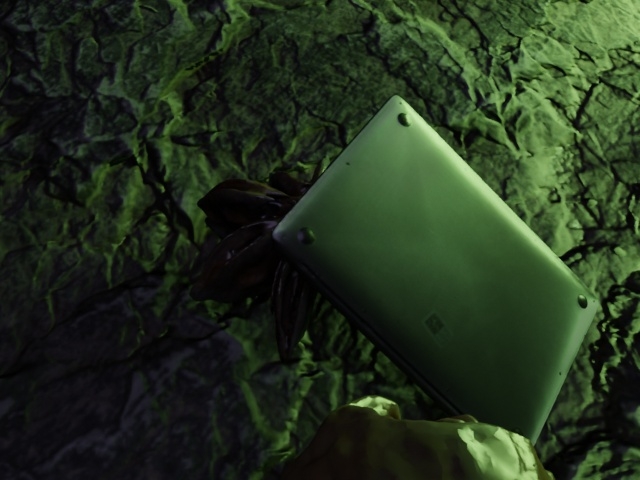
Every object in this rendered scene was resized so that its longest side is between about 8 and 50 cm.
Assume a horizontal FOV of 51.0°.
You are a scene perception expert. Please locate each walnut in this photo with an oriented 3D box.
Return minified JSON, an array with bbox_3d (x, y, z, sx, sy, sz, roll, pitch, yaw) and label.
[{"bbox_3d":[0.068,0.187,0.384,0.238,0.141,0.204,21,34,26],"label":"walnut"}]

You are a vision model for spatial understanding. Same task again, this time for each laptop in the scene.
[{"bbox_3d":[0.108,0.027,0.540,0.269,0.015,0.187,44,60,-8],"label":"laptop"}]

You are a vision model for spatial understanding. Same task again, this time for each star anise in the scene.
[{"bbox_3d":[0.000,0.000,0.592,0.236,0.093,0.229,-33,57,-26],"label":"star anise"}]
